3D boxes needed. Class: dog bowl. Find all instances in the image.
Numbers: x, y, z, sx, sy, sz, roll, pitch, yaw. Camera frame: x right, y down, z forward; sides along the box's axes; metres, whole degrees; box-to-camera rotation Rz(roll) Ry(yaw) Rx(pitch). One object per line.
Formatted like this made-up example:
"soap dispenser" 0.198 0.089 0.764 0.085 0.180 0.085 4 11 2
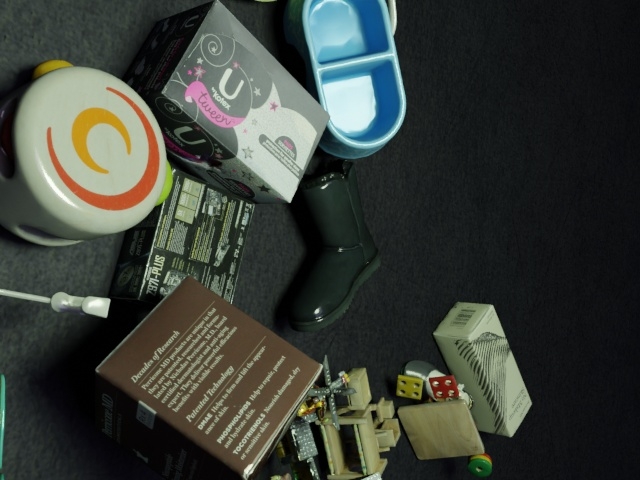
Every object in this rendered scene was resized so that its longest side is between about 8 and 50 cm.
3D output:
"dog bowl" 0.045 -0.276 1.124 0.166 0.074 0.297 -15 100 -13

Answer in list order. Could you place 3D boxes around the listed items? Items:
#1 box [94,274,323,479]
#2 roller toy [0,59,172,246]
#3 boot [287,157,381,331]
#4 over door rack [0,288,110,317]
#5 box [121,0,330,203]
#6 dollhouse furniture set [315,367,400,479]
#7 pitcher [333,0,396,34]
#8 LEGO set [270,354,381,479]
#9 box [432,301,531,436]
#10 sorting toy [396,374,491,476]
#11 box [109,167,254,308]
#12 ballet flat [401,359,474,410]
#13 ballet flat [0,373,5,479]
"box" -0.137 0.189 0.858 0.203 0.168 0.167 32 51 8
"roller toy" -0.294 -0.095 0.832 0.209 0.146 0.191 60 43 -21
"boot" 0.000 0.000 1.151 0.246 0.094 0.207 -44 123 -43
"over door rack" -0.408 0.147 0.727 0.324 0.108 0.239 14 79 -22
"box" -0.131 -0.177 0.992 0.247 0.142 0.163 40 63 -36
"dollhouse furniture set" 0.058 0.291 1.239 0.161 0.101 0.181 -35 115 -66
"pitcher" 0.094 -0.461 1.233 0.178 0.126 0.207 24 84 -49
"LEGO set" -0.037 0.331 0.974 0.255 0.192 0.331 2 66 -38
"box" 0.339 0.267 1.485 0.113 0.094 0.275 -46 119 -34
"sorting toy" 0.228 0.343 1.362 0.274 0.132 0.046 65 25 -25
"box" -0.186 0.011 0.983 0.147 0.078 0.180 22 75 -42
"ballet flat" 0.240 0.291 1.407 0.203 0.074 0.074 40 64 -37
"ballet flat" -0.386 0.261 0.801 0.079 0.077 0.221 -5 94 -25
